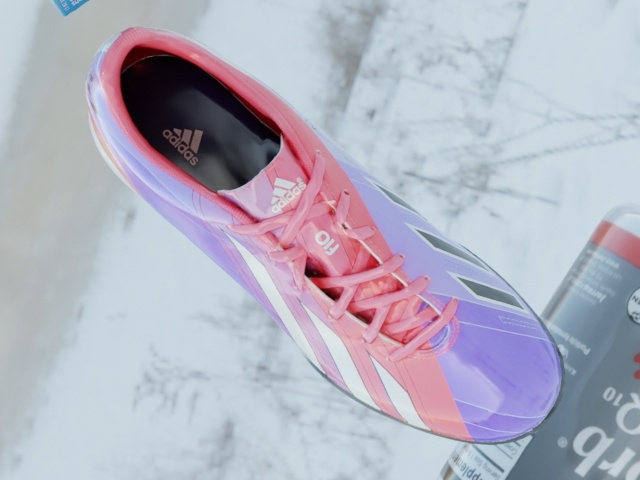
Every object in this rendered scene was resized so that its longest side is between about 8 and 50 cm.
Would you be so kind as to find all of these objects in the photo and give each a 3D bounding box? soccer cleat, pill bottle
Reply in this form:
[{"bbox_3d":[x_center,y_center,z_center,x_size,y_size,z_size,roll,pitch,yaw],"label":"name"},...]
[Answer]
[{"bbox_3d":[0.000,0.000,0.832,0.108,0.318,0.116,-50,-3,-6],"label":"soccer cleat"},{"bbox_3d":[0.209,0.173,1.124,0.363,0.210,0.210,-58,28,3],"label":"pill bottle"}]

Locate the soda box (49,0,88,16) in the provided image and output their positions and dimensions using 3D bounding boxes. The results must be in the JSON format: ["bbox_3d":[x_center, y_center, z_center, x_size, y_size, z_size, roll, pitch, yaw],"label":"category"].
[{"bbox_3d":[-0.165,-0.221,0.793,0.067,0.210,0.071,-35,46,-6],"label":"soda box"}]
